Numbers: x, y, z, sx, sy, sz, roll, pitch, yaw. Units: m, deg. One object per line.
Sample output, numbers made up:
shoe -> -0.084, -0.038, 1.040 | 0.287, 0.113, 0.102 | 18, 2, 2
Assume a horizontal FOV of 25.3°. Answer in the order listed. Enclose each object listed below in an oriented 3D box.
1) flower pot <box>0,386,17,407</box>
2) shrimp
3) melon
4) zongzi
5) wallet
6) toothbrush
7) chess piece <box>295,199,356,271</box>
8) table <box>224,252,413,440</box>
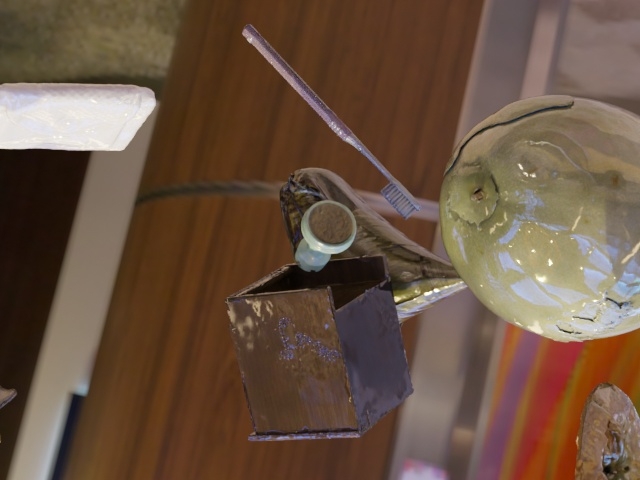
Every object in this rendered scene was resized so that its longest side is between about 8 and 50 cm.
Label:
flower pot -> -0.526, 0.200, 1.833 | 0.235, 0.148, 0.235 | -30, -176, 2
shrimp -> 0.266, 0.246, 1.345 | 0.061, 0.267, 0.145 | -2, 131, 30
melon -> 0.275, -0.023, 1.579 | 0.330, 0.269, 0.268 | 18, 169, -43
zongzi -> 0.085, -0.004, 2.033 | 0.300, 0.286, 0.138 | -27, 159, 39
wallet -> -0.268, -0.124, 1.464 | 0.182, 0.032, 0.124 | -2, 158, -29
toothbrush -> 0.010, -0.165, 1.970 | 0.354, 0.029, 0.024 | 48, 168, 7
chess piece -> 0.000, 0.000, 1.747 | 0.067, 0.067, 0.103 | 14, 153, -10
table -> -0.005, 0.137, 1.844 | 0.172, 0.193, 0.169 | -6, -168, 30
